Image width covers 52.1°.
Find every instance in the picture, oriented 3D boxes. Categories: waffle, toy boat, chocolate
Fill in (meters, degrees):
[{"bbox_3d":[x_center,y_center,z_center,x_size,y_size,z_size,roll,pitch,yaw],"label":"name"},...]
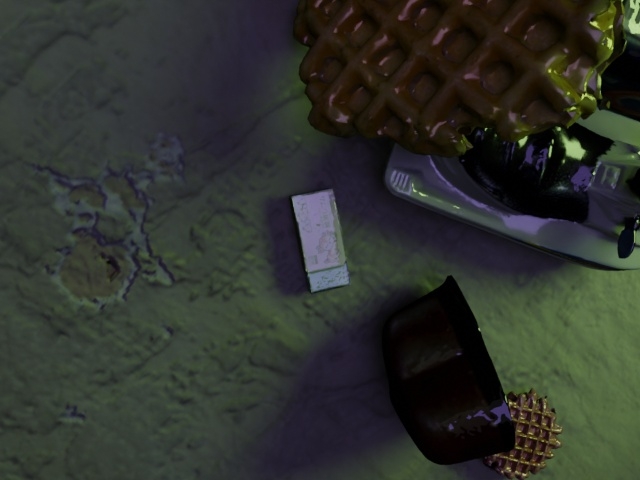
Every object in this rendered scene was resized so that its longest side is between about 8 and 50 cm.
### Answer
[{"bbox_3d":[0.089,-0.180,0.462,0.052,0.254,0.245,13,81,-57],"label":"waffle"},{"bbox_3d":[0.191,-0.059,0.528,0.270,0.141,0.140,19,90,2],"label":"toy boat"},{"bbox_3d":[0.181,0.176,0.594,0.083,0.029,0.075,-36,101,-9],"label":"waffle"},{"bbox_3d":[0.093,0.113,0.541,0.080,0.125,0.148,-16,61,-1],"label":"chocolate"}]

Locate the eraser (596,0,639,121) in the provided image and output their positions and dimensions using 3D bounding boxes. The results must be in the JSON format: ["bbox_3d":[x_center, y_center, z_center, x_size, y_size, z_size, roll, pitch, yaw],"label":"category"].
[{"bbox_3d":[0.278,-0.193,0.550,0.332,0.101,0.155,20,89,-14],"label":"eraser"}]

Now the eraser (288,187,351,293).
[{"bbox_3d":[0.000,0.000,0.547,0.038,0.019,0.083,-12,97,-12],"label":"eraser"}]
